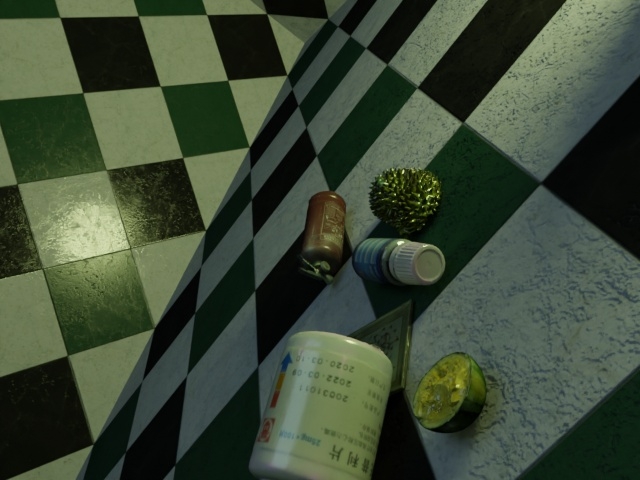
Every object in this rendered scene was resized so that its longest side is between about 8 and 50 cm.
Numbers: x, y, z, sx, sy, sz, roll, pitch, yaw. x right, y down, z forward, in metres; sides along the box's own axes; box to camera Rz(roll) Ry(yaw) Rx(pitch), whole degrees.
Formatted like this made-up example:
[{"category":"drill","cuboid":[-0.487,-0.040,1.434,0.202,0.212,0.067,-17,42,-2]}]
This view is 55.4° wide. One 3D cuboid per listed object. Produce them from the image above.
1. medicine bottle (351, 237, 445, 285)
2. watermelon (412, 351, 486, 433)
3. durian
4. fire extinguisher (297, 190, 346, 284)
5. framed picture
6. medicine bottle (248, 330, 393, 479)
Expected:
[{"category":"medicine bottle","cuboid":[0.131,0.036,1.044,0.083,0.083,0.203,-61,20,-12]},{"category":"watermelon","cuboid":[0.167,0.194,0.755,0.105,0.062,0.105,-52,13,17]},{"category":"durian","cuboid":[0.153,-0.089,1.172,0.137,0.095,0.220,-52,27,16]},{"category":"fire extinguisher","cuboid":[0.000,0.000,1.367,0.105,0.105,0.269,-42,24,34]},{"category":"framed picture","cuboid":[0.071,0.210,1.026,0.231,0.010,0.173,-39,27,40]},{"category":"medicine bottle","cuboid":[-0.007,0.287,0.850,0.170,0.170,0.293,-26,40,54]}]
